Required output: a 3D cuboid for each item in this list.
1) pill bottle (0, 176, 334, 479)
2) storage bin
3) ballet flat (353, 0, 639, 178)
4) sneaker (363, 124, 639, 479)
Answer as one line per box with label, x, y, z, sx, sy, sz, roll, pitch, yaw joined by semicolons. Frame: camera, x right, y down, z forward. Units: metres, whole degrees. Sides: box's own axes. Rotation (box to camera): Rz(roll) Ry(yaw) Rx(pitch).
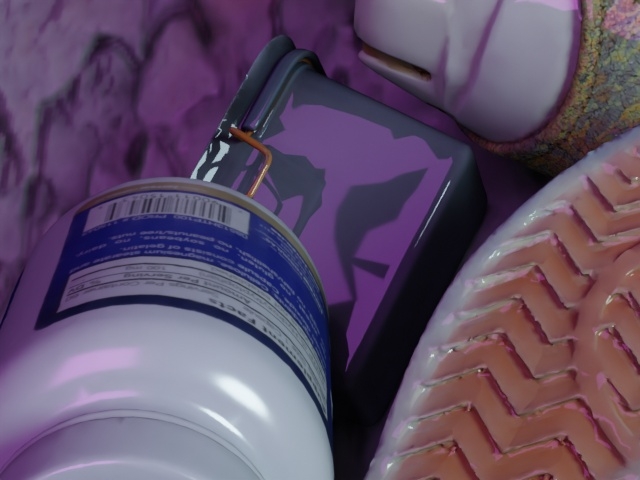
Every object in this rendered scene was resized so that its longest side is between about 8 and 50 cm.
pill bottle;-0.051;0.060;0.536;0.112;0.112;0.187;-25;19;9
storage bin;0.000;0.000;0.674;0.091;0.098;0.135;21;73;21
ballet flat;0.044;-0.118;0.692;0.123;0.123;0.348;-36;51;2
sneaker;0.074;0.098;0.562;0.108;0.121;0.302;26;74;30
